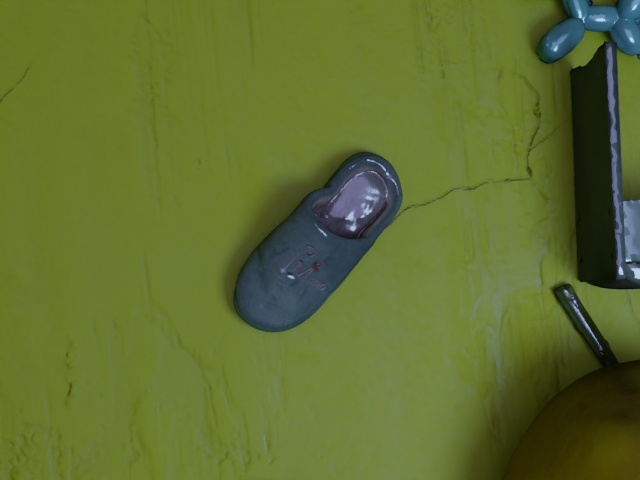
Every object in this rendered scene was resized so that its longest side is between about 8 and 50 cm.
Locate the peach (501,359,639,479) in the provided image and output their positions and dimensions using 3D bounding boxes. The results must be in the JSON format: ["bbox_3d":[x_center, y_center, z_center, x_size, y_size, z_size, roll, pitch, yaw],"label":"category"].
[{"bbox_3d":[0.341,0.277,1.311,0.289,0.289,0.308,28,123,-1],"label":"peach"}]

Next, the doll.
[{"bbox_3d":[0.320,-0.274,1.438,0.158,0.059,0.159,-24,87,-3],"label":"doll"}]

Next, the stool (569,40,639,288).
[{"bbox_3d":[0.424,-0.082,1.379,0.243,0.170,0.270,-2,87,-3],"label":"stool"}]

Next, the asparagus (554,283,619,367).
[{"bbox_3d":[0.351,0.156,1.437,0.024,0.025,0.248,-33,88,-46],"label":"asparagus"}]

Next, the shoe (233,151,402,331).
[{"bbox_3d":[0.000,0.000,1.393,0.103,0.100,0.251,40,84,-1],"label":"shoe"}]
